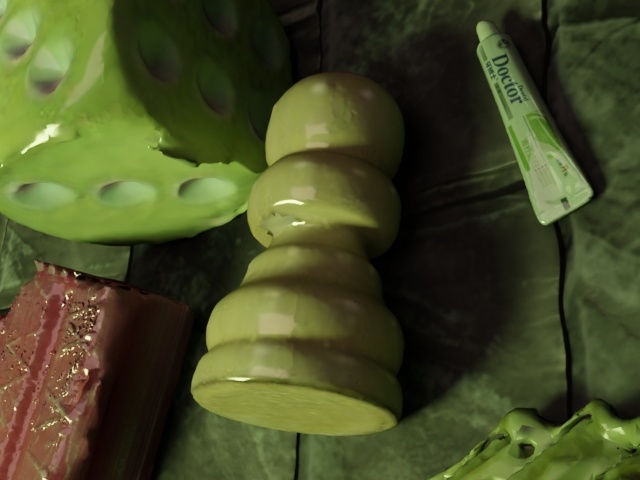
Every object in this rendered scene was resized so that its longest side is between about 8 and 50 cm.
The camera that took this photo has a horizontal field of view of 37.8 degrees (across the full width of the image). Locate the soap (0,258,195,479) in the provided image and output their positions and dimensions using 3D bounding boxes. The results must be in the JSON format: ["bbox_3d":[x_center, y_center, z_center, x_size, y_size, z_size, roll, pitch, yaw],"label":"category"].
[{"bbox_3d":[-0.263,0.188,0.918,0.220,0.127,0.325,10,79,42],"label":"soap"}]

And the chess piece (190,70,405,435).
[{"bbox_3d":[0.000,0.000,0.779,0.167,0.167,0.300,-11,58,36],"label":"chess piece"}]

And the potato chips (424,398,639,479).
[{"bbox_3d":[0.072,0.278,0.546,0.429,0.070,0.358,-43,21,5],"label":"potato chips"}]

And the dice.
[{"bbox_3d":[-0.191,-0.147,0.916,0.249,0.252,0.254,-17,64,35],"label":"dice"}]

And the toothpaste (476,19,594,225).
[{"bbox_3d":[0.164,-0.104,0.754,0.048,0.029,0.197,-32,57,26],"label":"toothpaste"}]
